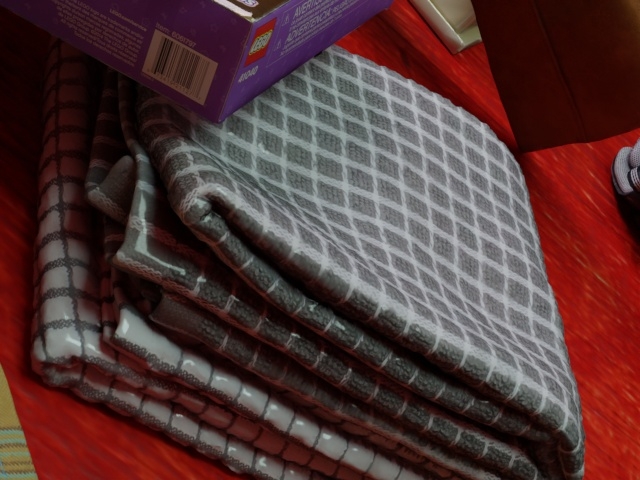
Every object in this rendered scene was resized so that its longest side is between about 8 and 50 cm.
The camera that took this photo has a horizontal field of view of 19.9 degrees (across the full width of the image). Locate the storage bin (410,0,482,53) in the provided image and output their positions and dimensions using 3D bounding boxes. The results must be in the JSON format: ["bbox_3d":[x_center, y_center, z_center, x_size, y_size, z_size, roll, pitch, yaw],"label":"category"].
[{"bbox_3d":[0.107,-0.301,1.385,0.262,0.123,0.260,51,29,5],"label":"storage bin"}]

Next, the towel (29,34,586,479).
[{"bbox_3d":[0.000,0.000,0.902,0.284,0.121,0.235,30,34,-29],"label":"towel"}]

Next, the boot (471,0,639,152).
[{"bbox_3d":[0.101,-0.192,1.230,0.096,0.264,0.280,-46,118,-42],"label":"boot"}]

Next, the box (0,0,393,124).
[{"bbox_3d":[-0.118,-0.175,0.872,0.293,0.057,0.201,29,31,12],"label":"box"}]

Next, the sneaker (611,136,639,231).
[{"bbox_3d":[0.310,-0.040,1.363,0.153,0.101,0.268,53,33,3],"label":"sneaker"}]

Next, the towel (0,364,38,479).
[{"bbox_3d":[-0.244,-0.005,0.678,0.271,0.040,0.370,11,48,-47],"label":"towel"}]
